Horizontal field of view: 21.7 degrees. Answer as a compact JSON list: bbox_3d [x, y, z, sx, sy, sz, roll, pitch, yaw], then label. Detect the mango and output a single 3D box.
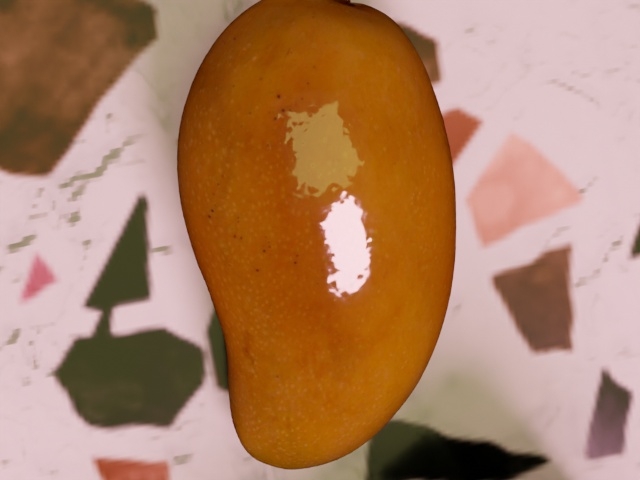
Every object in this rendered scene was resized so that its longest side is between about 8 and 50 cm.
[{"bbox_3d":[0.000,0.000,0.618,0.102,0.085,0.184,-3,104,-4],"label":"mango"}]
